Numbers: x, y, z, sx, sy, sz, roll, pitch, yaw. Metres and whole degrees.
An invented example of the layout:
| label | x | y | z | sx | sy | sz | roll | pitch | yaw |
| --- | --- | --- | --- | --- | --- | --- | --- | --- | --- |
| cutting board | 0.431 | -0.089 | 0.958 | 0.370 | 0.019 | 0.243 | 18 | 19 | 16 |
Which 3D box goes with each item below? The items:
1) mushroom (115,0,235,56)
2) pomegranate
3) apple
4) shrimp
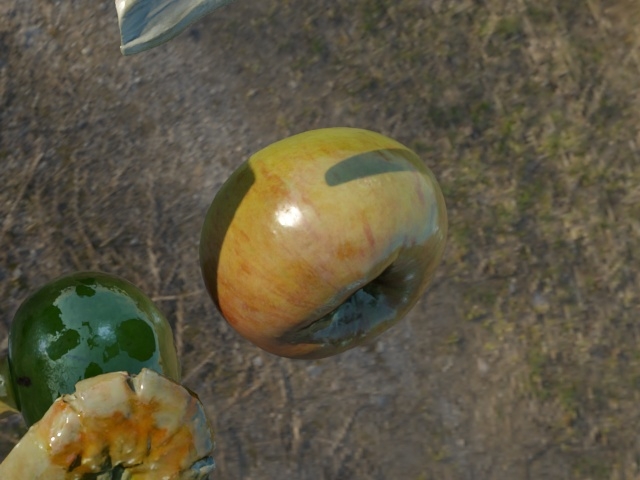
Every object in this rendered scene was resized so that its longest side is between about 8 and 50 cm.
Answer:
| label | x | y | z | sx | sy | sz | roll | pitch | yaw |
| --- | --- | --- | --- | --- | --- | --- | --- | --- | --- |
| mushroom | -0.074 | -0.207 | 0.874 | 0.202 | 0.054 | 0.059 | -37 | 126 | -8 |
| pomegranate | -0.277 | 0.119 | 1.282 | 0.190 | 0.241 | 0.159 | -18 | 91 | -58 |
| apple | 0.000 | 0.000 | 1.175 | 0.261 | 0.260 | 0.194 | -11 | 50 | -34 |
| shrimp | -0.210 | 0.221 | 0.952 | 0.294 | 0.062 | 0.154 | -39 | 113 | 10 |
